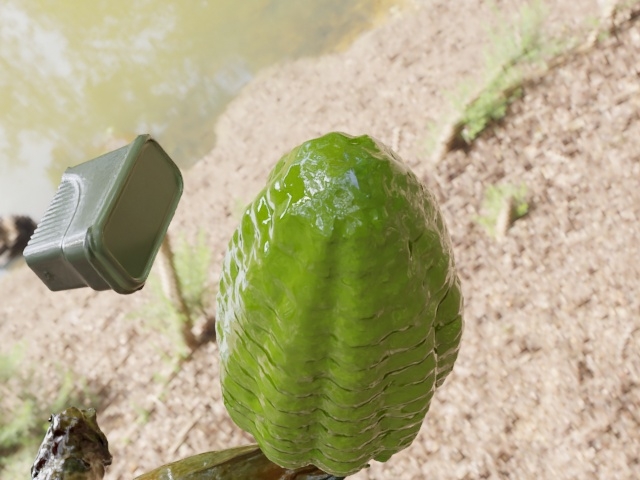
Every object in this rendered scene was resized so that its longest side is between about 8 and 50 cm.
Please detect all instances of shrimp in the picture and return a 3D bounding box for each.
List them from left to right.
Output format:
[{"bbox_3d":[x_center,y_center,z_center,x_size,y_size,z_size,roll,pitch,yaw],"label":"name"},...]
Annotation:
[{"bbox_3d":[-0.078,0.215,0.937,0.249,0.150,0.068,-24,54,11],"label":"shrimp"}]

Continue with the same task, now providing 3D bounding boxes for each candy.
[{"bbox_3d":[0.006,0.023,0.420,0.097,0.209,0.096,1,67,-1],"label":"candy"}]

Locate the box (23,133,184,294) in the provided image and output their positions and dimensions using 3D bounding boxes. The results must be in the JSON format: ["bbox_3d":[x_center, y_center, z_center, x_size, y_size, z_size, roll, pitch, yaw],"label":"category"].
[{"bbox_3d":[-0.344,-0.028,1.848,0.178,0.138,0.274,-14,38,30],"label":"box"}]

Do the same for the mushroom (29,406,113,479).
[{"bbox_3d":[-0.419,0.432,1.488,0.331,0.356,0.334,-56,49,29],"label":"mushroom"}]
